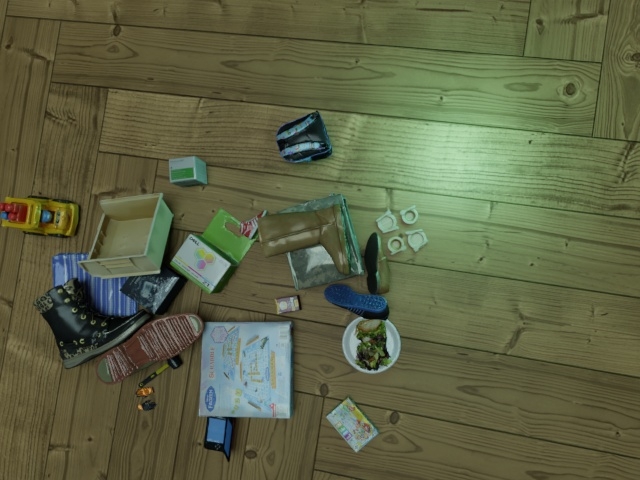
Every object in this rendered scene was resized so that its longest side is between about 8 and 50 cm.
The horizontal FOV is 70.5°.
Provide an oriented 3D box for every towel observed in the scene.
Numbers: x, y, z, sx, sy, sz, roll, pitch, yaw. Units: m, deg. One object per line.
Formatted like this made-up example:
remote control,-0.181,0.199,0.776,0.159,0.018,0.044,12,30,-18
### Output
towel,-0.844,0.164,1.690,0.336,0.040,0.243,-2,88,8

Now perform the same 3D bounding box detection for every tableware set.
tableware set,0.280,-0.033,1.551,0.141,0.020,0.168,-21,84,6

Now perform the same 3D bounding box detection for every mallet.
mallet,-0.592,0.468,1.643,0.190,0.039,0.062,-30,83,10

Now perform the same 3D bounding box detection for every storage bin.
storage bin,-0.673,-0.015,1.575,0.260,0.123,0.262,-6,55,8

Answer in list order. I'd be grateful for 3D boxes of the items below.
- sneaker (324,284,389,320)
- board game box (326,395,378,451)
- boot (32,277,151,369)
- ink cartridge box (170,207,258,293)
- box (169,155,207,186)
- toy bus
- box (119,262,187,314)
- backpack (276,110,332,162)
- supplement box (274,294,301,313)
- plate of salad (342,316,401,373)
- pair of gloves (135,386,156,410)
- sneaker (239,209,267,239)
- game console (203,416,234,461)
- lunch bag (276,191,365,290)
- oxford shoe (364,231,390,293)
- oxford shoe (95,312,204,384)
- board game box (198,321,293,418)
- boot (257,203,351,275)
sneaker,0.122,0.218,1.530,0.232,0.090,0.081,13,55,30
board game box,0.108,0.623,1.538,0.103,0.026,0.154,-43,82,4
boot,-0.820,0.263,1.611,0.377,0.138,0.284,-28,94,15
ink cartridge box,-0.374,0.031,1.601,0.189,0.097,0.255,35,93,9
box,-0.475,-0.246,1.627,0.101,0.102,0.087,-6,84,9
toy bus,-1.038,-0.094,1.645,0.220,0.211,0.149,7,87,7
box,-0.593,0.159,1.615,0.158,0.093,0.156,32,81,7
backpack,-0.058,-0.341,1.565,0.173,0.117,0.158,-19,85,6
supplement box,-0.113,0.224,1.581,0.083,0.043,0.055,-12,84,7
plate of salad,0.172,0.352,1.532,0.200,0.048,0.200,0,87,7
pair of gloves,-0.640,0.580,1.654,0.074,0.010,0.083,-12,86,7
sneaker,-0.242,-0.067,1.607,0.067,0.042,0.118,29,78,6
game console,-0.353,0.674,1.571,0.124,0.085,0.144,6,88,8
lunch bag,0.000,0.000,1.515,0.235,0.169,0.287,-15,90,8
oxford shoe,0.199,0.078,1.541,0.076,0.076,0.212,5,78,-29
oxford shoe,-0.581,0.360,1.586,0.397,0.146,0.140,-25,86,2
board game box,-0.252,0.440,1.562,0.318,0.066,0.318,-1,80,8
boot,-0.048,0.015,1.402,0.269,0.089,0.236,-12,74,11
